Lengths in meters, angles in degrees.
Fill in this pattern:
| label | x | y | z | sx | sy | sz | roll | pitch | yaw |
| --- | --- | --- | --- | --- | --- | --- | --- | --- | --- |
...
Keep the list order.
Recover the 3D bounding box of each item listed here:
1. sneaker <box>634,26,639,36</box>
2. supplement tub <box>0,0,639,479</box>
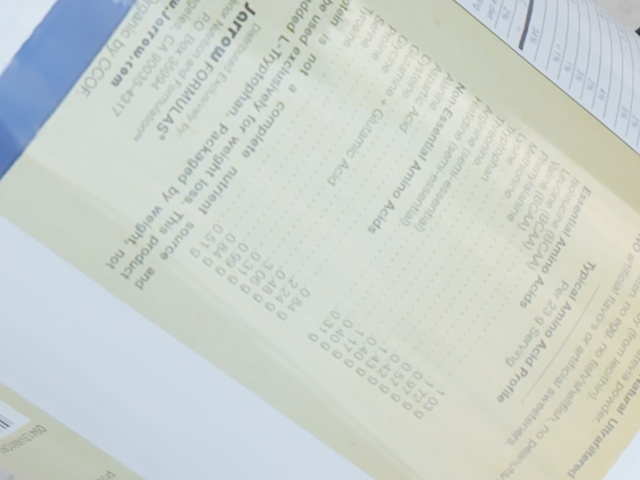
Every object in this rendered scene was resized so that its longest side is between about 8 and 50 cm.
| label | x | y | z | sx | sy | sz | roll | pitch | yaw |
| --- | --- | --- | --- | --- | --- | --- | --- | --- | --- |
| sneaker | 0.027 | -0.106 | 0.809 | 0.350 | 0.131 | 0.148 | 13 | 112 | -17 |
| supplement tub | 0.000 | 0.000 | 0.520 | 0.316 | 0.228 | 0.228 | 38 | 85 | -19 |
